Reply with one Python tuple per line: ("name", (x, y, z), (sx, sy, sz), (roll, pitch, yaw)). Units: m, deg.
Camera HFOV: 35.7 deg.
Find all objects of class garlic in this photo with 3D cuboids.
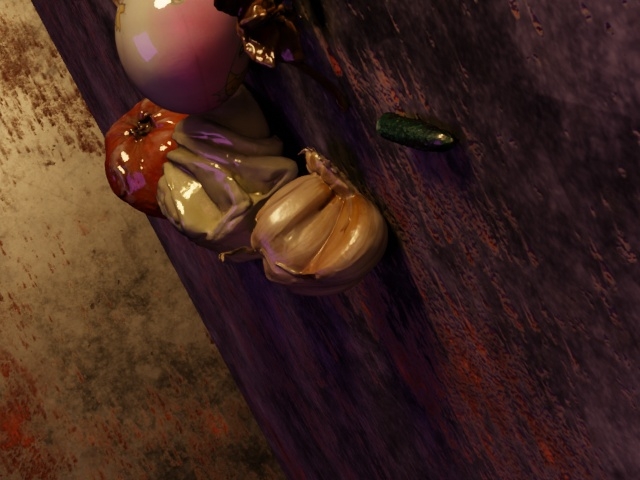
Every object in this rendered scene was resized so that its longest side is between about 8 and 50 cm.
("garlic", (-0.029, -0.032, 1.333), (0.207, 0.257, 0.207), (-12, 74, 45))

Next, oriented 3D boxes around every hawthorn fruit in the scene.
("hawthorn fruit", (-0.276, -0.135, 1.887), (0.242, 0.242, 0.271), (47, 174, 41))

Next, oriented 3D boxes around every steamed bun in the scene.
("steamed bun", (-0.164, -0.095, 1.610), (0.268, 0.207, 0.280), (54, 162, 35))

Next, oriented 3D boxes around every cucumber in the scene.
("cucumber", (0.104, -0.113, 1.060), (0.133, 0.032, 0.032), (30, 146, 60))

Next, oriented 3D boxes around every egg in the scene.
("egg", (-0.191, -0.281, 1.404), (0.196, 0.196, 0.271), (61, 172, 0))

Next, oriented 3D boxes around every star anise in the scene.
("star anise", (-0.058, -0.248, 1.168), (0.234, 0.073, 0.177), (56, -157, 6))

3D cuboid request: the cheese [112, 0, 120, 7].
("cheese", (-0.310, -0.461, 1.599), (0.218, 0.117, 0.235), (54, 165, 27))
